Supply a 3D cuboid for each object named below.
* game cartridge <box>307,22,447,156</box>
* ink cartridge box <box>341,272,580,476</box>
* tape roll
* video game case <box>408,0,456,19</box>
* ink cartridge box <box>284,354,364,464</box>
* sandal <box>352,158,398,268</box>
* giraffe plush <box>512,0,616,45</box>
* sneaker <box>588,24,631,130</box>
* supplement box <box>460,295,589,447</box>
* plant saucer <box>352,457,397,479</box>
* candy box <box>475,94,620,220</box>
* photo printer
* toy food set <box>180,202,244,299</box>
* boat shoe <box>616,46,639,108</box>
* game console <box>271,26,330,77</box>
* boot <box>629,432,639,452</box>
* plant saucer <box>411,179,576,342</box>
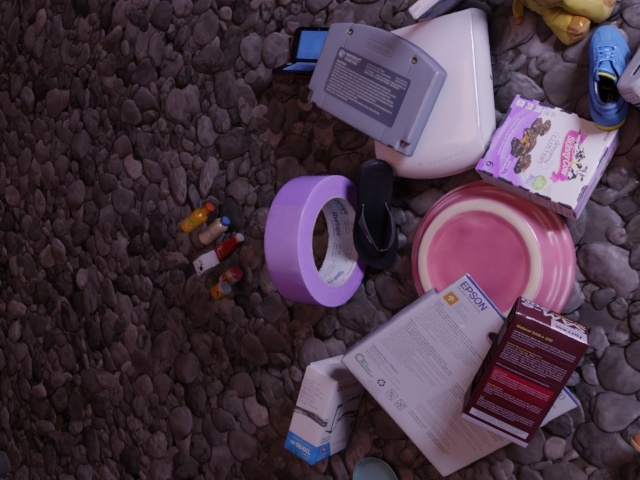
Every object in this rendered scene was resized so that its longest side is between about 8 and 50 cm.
[{"bbox_3d":[0.108,-0.317,1.309,0.297,0.062,0.198,37,111,34],"label":"game cartridge"},{"bbox_3d":[0.263,0.260,1.269,0.330,0.071,0.324,-39,93,26],"label":"ink cartridge box"},{"bbox_3d":[0.000,0.000,1.383,0.090,0.274,0.275,4,93,34],"label":"tape roll"},{"bbox_3d":[0.280,-0.477,1.178,0.204,0.285,0.025,-34,93,31],"label":"video game case"},{"bbox_3d":[0.017,0.373,1.458,0.085,0.148,0.203,24,105,33],"label":"ink cartridge box"},{"bbox_3d":[0.115,-0.042,1.362,0.054,0.097,0.255,-116,15,-57],"label":"sandal"},{"bbox_3d":[0.406,-0.462,1.153,0.210,0.170,0.182,27,106,31],"label":"giraffe plush"},{"bbox_3d":[0.495,-0.295,1.119,0.069,0.082,0.210,-2,66,25],"label":"sneaker"},{"bbox_3d":[0.353,0.232,1.146,0.130,0.073,0.240,25,117,8],"label":"supplement box"},{"bbox_3d":[0.128,0.543,1.463,0.119,0.021,0.120,1,91,35],"label":"plant saucer"},{"bbox_3d":[0.412,-0.153,1.190,0.196,0.070,0.165,29,88,30],"label":"candy box"},{"bbox_3d":[0.223,-0.281,1.322,0.255,0.107,0.308,-4,89,35],"label":"photo printer"},{"bbox_3d":[-0.253,0.025,1.657,0.104,0.111,0.232,-36,69,30],"label":"toy food set"},{"bbox_3d":[0.618,-0.337,1.048,0.119,0.121,0.335,36,97,-16],"label":"boat shoe"},{"bbox_3d":[-0.030,-0.436,1.511,0.143,0.124,0.085,13,125,34],"label":"game console"},{"bbox_3d":[0.631,0.312,1.082,0.197,0.073,0.153,14,101,21],"label":"boot"},{"bbox_3d":[0.320,0.046,1.280,0.331,0.084,0.333,1,93,35],"label":"plant saucer"}]
